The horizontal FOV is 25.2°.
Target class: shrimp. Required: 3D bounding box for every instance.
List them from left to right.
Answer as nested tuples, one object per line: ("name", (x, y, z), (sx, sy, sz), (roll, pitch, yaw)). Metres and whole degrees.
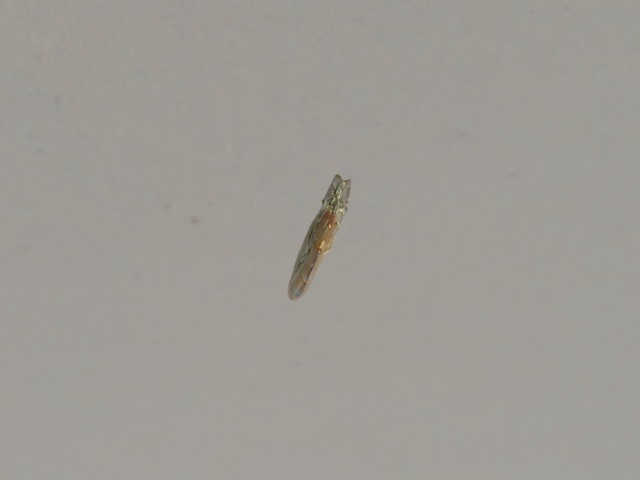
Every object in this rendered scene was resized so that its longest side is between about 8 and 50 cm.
("shrimp", (0.000, 0.000, 1.149), (0.023, 0.108, 0.059), (23, -174, -4))
